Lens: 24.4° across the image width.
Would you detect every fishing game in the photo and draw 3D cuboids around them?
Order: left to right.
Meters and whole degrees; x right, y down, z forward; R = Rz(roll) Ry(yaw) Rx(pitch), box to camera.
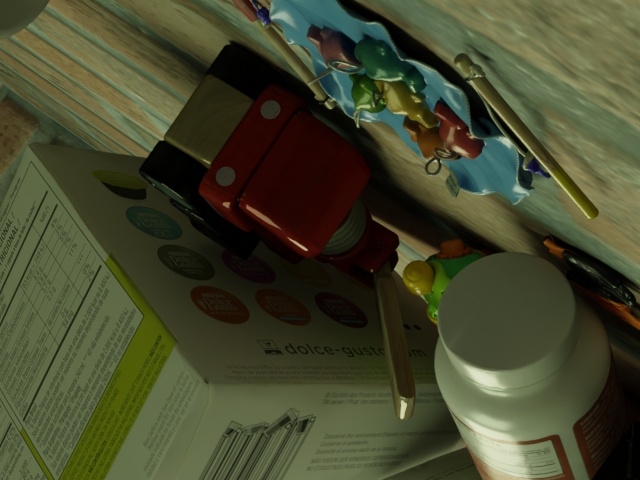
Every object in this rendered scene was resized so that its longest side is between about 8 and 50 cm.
[{"bbox_3d":[0.039,-0.075,0.845,0.264,0.041,0.189,31,169,48],"label":"fishing game"}]

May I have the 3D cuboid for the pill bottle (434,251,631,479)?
[{"bbox_3d":[0.149,0.102,1.045,0.121,0.121,0.216,33,162,33],"label":"pill bottle"}]

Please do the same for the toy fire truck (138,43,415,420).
[{"bbox_3d":[0.000,0.000,1.127,0.246,0.158,0.217,32,173,17],"label":"toy fire truck"}]

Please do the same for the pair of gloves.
[{"bbox_3d":[0.184,0.029,0.972,0.074,0.010,0.083,36,174,34],"label":"pair of gloves"}]

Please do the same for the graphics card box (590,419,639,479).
[{"bbox_3d":[0.363,0.276,0.982,0.371,0.094,0.233,42,170,-16],"label":"graphics card box"}]

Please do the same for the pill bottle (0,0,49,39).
[{"bbox_3d":[-0.304,-0.244,1.126,0.215,0.117,0.117,33,174,27],"label":"pill bottle"}]

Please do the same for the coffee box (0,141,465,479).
[{"bbox_3d":[-0.120,0.152,1.337,0.338,0.338,0.334,6,-150,-42],"label":"coffee box"}]

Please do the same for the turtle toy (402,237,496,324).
[{"bbox_3d":[0.128,0.045,1.148,0.130,0.066,0.095,33,170,30],"label":"turtle toy"}]

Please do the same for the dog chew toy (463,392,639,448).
[{"bbox_3d":[0.248,0.229,1.347,0.332,0.206,0.206,43,176,10],"label":"dog chew toy"}]

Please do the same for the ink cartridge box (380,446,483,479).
[{"bbox_3d":[0.175,0.299,1.195,0.273,0.115,0.198,13,116,57],"label":"ink cartridge box"}]
